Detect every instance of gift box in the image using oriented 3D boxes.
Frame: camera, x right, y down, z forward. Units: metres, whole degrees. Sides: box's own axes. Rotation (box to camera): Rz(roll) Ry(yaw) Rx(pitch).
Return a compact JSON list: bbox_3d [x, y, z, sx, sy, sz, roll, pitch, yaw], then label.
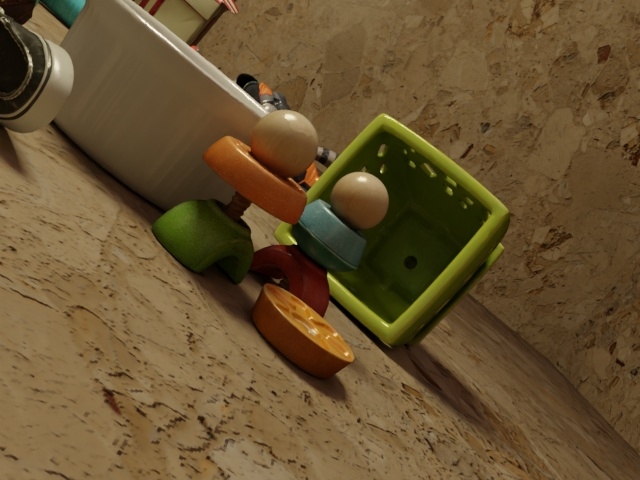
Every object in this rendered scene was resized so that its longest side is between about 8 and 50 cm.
[{"bbox_3d":[-0.319,-0.493,1.651,0.255,0.258,0.276,39,18,-15],"label":"gift box"}]

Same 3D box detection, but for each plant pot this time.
[{"bbox_3d":[0.111,0.005,1.099,0.227,0.228,0.207,43,0,23],"label":"plant pot"}]

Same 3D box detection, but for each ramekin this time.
[{"bbox_3d":[-0.161,-0.135,0.857,0.277,0.135,0.277,40,6,-5],"label":"ramekin"}]

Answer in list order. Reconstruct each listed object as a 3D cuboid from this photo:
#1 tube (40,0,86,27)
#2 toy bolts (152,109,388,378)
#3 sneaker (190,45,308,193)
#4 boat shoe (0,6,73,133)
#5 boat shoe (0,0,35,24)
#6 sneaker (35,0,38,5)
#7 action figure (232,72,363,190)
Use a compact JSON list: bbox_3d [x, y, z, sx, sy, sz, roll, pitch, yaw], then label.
[{"bbox_3d":[-0.442,-0.411,1.447,0.207,0.080,0.052,43,34,6],"label":"tube"},{"bbox_3d":[0.000,0.000,0.751,0.218,0.158,0.228,43,7,21],"label":"toy bolts"},{"bbox_3d":[-0.117,-0.177,1.315,0.350,0.148,0.131,37,7,-27],"label":"sneaker"},{"bbox_3d":[-0.274,-0.153,0.645,0.219,0.077,0.070,35,1,39],"label":"boat shoe"},{"bbox_3d":[-0.388,-0.293,0.923,0.073,0.073,0.207,41,8,-3],"label":"boat shoe"},{"bbox_3d":[-0.468,-0.373,1.122,0.076,0.065,0.166,25,-1,18],"label":"sneaker"},{"bbox_3d":[-0.072,-0.195,1.607,0.330,0.178,0.341,48,7,-15],"label":"action figure"}]
